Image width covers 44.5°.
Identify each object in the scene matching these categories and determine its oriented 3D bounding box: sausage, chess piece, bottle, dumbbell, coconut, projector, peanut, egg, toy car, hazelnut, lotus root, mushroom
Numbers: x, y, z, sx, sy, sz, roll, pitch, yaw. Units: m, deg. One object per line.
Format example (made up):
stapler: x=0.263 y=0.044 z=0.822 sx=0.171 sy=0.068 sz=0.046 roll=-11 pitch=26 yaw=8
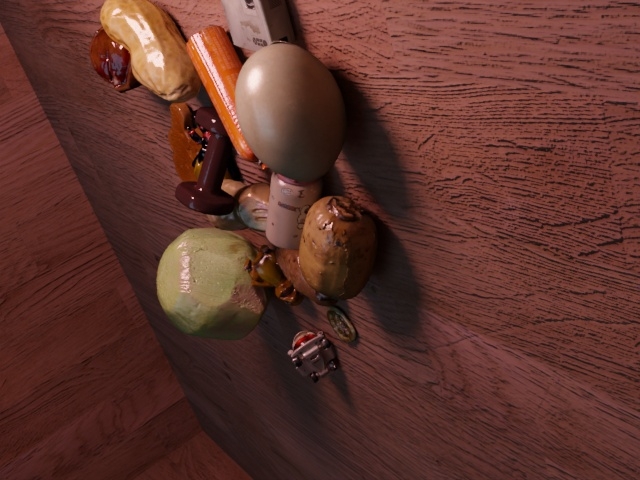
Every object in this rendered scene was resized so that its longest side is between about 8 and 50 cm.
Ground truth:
sausage: x=-0.169 y=-0.278 z=1.578 sx=0.312 sy=0.093 sz=0.093 roll=63 pitch=157 yaw=10
chess piece: x=-0.130 y=-0.073 z=1.808 sx=0.301 sy=0.137 sz=0.137 roll=8 pitch=127 yaw=44
bottle: x=-0.050 y=-0.098 z=1.591 sx=0.110 sy=0.110 sz=0.233 roll=42 pitch=139 yaw=32
dumbbell: x=-0.232 y=-0.176 z=1.731 sx=0.140 sy=0.124 sz=0.225 roll=35 pitch=114 yaw=38
coconut: x=-0.271 y=0.119 z=2.109 sx=0.328 sy=0.328 sz=0.281 roll=50 pitch=125 yaw=17
projector: x=-0.115 y=-0.407 z=1.415 sx=0.147 sy=0.061 sz=0.115 roll=28 pitch=144 yaw=48
peanut: x=-0.385 y=-0.444 z=1.786 sx=0.305 sy=0.147 sz=0.147 roll=57 pitch=156 yaw=5
egg: x=-0.050 y=-0.220 z=1.361 sx=0.186 sy=0.187 sz=0.253 roll=20 pitch=133 yaw=55
toy car: x=-0.025 y=0.296 z=2.063 sx=0.139 sy=0.112 sz=0.112 roll=62 pitch=173 yaw=-32
hazelnut: x=-0.487 y=-0.463 z=1.944 sx=0.170 sy=0.161 sz=0.202 roll=66 pitch=161 yaw=-14
lotus root: x=0.034 y=0.025 z=1.559 sx=0.284 sy=0.146 sz=0.160 roll=102 pitch=151 yaw=-49
mushroom: x=-0.037 y=0.067 z=1.831 sx=0.209 sy=0.072 sz=0.094 roll=51 pitch=146 yaw=17

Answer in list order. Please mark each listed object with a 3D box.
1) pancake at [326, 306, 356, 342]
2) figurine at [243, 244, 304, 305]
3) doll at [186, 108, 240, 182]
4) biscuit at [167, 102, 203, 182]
pancake: x=0.050 y=0.204 z=1.897 sx=0.108 sy=0.017 sz=0.108 roll=38 pitch=147 yaw=30
figurine: x=-0.110 y=0.094 z=2.002 sx=0.176 sy=0.121 sz=0.122 roll=49 pitch=-175 yaw=-4
doll: x=-0.265 y=-0.206 z=1.919 sx=0.127 sy=0.088 sz=0.248 roll=43 pitch=149 yaw=29
biscuit: x=-0.345 y=-0.241 z=2.084 sx=0.186 sy=0.044 sz=0.295 roll=55 pitch=155 yaw=13
